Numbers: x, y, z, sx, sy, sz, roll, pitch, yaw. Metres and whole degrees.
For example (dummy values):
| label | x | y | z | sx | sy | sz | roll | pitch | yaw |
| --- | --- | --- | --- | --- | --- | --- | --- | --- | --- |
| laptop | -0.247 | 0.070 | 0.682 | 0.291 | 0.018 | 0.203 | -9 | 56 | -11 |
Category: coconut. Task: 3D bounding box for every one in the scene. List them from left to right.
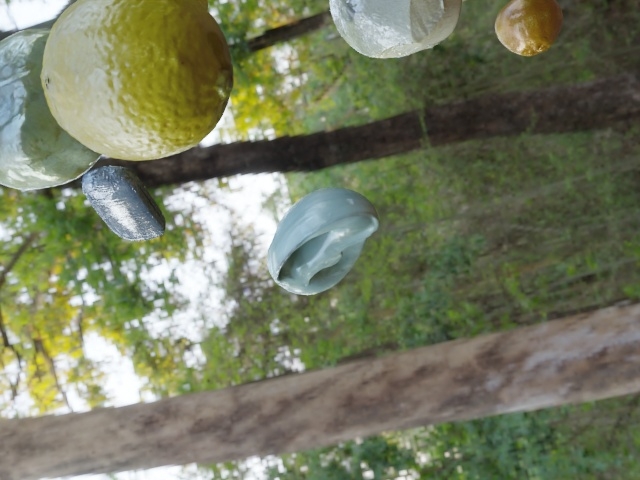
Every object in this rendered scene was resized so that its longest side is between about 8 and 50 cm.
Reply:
| label | x | y | z | sx | sy | sz | roll | pitch | yaw |
| --- | --- | --- | --- | --- | --- | --- | --- | --- | --- |
| coconut | 0.139 | -0.468 | 1.818 | 0.247 | 0.245 | 0.245 | -30 | -71 | -38 |

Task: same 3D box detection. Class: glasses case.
| label | x | y | z | sx | sy | sz | roll | pitch | yaw |
| --- | --- | --- | --- | --- | --- | --- | --- | --- | --- |
| glasses case | -0.396 | -0.070 | 1.937 | 0.282 | 0.109 | 0.067 | 68 | -164 | -66 |

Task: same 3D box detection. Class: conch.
| label | x | y | z | sx | sy | sz | roll | pitch | yaw |
| --- | --- | --- | --- | --- | --- | --- | --- | --- | --- |
| conch | -0.004 | -0.003 | 1.380 | 0.121 | 0.221 | 0.185 | 41 | -126 | 7 |

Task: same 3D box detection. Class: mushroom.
| label | x | y | z | sx | sy | sz | roll | pitch | yaw |
| --- | --- | --- | --- | --- | --- | --- | --- | --- | --- |
| mushroom | -0.582 | -0.271 | 1.983 | 0.260 | 0.352 | 0.352 | 13 | -117 | -61 |

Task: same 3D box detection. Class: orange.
| label | x | y | z | sx | sy | sz | roll | pitch | yaw |
| --- | --- | --- | --- | --- | --- | --- | --- | --- | --- |
| orange | 0.494 | -0.506 | 2.245 | 0.159 | 0.158 | 0.136 | 19 | -126 | -75 |

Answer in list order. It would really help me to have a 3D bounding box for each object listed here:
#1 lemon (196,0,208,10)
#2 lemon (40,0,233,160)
| label | x | y | z | sx | sy | sz | roll | pitch | yaw |
| --- | --- | --- | --- | --- | --- | --- | --- | --- | --- |
| lemon | -0.355 | -0.483 | 1.965 | 0.245 | 0.245 | 0.320 | -84 | 4 | -58 |
| lemon | -0.318 | -0.294 | 1.668 | 0.336 | 0.336 | 0.336 | -15 | -90 | -77 |
